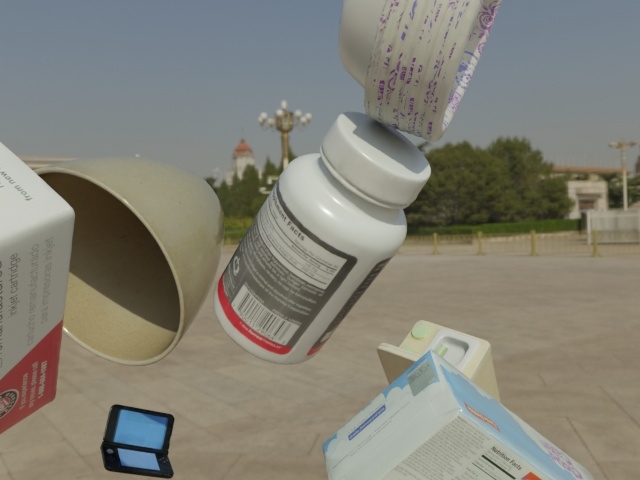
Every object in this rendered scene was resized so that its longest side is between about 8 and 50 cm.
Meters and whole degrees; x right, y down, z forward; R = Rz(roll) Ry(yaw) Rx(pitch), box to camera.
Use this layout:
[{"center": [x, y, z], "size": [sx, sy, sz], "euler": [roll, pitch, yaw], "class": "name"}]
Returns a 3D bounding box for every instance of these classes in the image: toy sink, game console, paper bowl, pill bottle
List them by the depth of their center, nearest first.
[{"center": [0.119, -0.268, 0.711], "size": [0.148, 0.284, 0.284], "euler": [23, 6, 10], "class": "paper bowl"}, {"center": [0.000, 0.000, 0.811], "size": [0.176, 0.176, 0.318], "euler": [-3, -43, -46], "class": "pill bottle"}, {"center": [-0.313, 0.352, 1.094], "size": [0.122, 0.071, 0.107], "euler": [20, 6, -28], "class": "game console"}, {"center": [0.220, 0.241, 1.129], "size": [0.153, 0.234, 0.131], "euler": [13, 49, 38], "class": "toy sink"}]

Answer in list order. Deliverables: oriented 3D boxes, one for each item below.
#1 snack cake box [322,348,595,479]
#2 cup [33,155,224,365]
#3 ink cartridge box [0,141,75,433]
[{"center": [0.151, 0.241, 0.609], "size": [0.264, 0.152, 0.089], "euler": [39, 15, -23], "class": "snack cake box"}, {"center": [-0.288, -0.002, 1.007], "size": [0.331, 0.330, 0.237], "euler": [-2, 25, 29], "class": "cup"}, {"center": [-0.389, 0.100, 0.432], "size": [0.160, 0.279, 0.385], "euler": [39, 41, 15], "class": "ink cartridge box"}]
